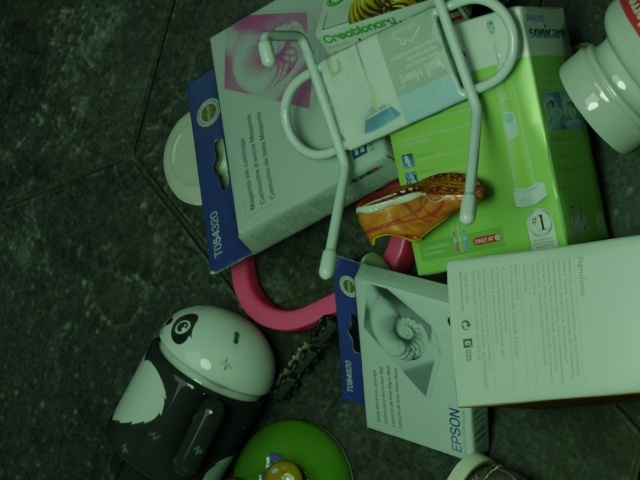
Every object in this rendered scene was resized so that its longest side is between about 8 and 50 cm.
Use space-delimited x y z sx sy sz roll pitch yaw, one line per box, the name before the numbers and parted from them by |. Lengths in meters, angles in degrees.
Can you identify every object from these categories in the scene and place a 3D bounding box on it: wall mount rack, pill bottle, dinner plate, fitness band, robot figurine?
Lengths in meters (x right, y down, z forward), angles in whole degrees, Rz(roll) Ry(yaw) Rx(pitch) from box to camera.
wall mount rack | 0.070 -0.136 1.795 0.350 0.130 0.304 -22 83 37
pill bottle | 0.428 -0.239 1.733 0.318 0.176 0.176 -39 65 22
dinner plate | -0.168 -0.120 2.197 0.141 0.017 0.141 -4 82 31
fitness band | 0.000 0.000 2.049 0.291 0.054 0.209 -28 69 28
robot figurine | -0.176 0.218 2.059 0.209 0.173 0.278 37 104 31

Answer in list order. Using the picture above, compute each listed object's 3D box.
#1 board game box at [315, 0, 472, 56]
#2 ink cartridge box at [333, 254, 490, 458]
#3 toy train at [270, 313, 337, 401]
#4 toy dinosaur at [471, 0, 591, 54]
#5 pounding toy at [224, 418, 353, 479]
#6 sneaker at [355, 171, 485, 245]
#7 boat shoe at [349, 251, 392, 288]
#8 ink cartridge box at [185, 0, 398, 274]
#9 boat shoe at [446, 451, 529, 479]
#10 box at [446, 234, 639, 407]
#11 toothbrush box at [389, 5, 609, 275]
board game box | 0.112 -0.371 1.947 0.193 0.053 0.305 -13 47 31
ink cartridge box | 0.099 0.142 1.908 0.224 0.045 0.223 14 123 34
toy train | -0.023 0.153 2.036 0.158 0.027 0.036 -55 24 33
toy dinosaur | 0.208 -0.233 1.946 0.268 0.064 0.118 -12 83 34
pounding toy | -0.045 0.337 1.997 0.237 0.110 0.183 44 107 30
sneaker | 0.123 -0.036 1.823 0.175 0.064 0.067 -12 110 41
boat shoe | 0.082 0.074 1.956 0.042 0.049 0.133 -19 109 52
ink cartridge box | -0.055 -0.163 2.054 0.330 0.071 0.324 -27 55 25
boat shoe | 0.161 0.417 1.854 0.096 0.116 0.324 23 90 36
box | 0.343 0.092 1.720 0.345 0.215 0.168 -9 79 32
toothbrush box | 0.202 -0.116 1.857 0.206 0.122 0.283 -13 89 35
